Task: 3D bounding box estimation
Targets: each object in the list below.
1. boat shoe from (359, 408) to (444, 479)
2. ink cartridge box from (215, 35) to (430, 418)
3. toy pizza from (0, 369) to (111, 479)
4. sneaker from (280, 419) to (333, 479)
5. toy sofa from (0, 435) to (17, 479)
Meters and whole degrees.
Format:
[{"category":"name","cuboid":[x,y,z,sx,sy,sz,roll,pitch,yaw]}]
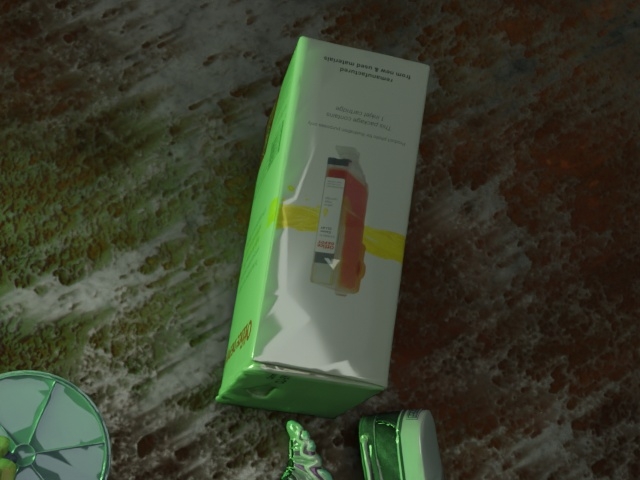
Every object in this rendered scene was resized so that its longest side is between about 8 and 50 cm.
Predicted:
[{"category":"boat shoe","cuboid":[0.096,0.354,1.543,0.102,0.108,0.301,-8,88,20]},{"category":"ink cartridge box","cuboid":[0.000,0.000,1.528,0.160,0.279,0.385,12,73,-8]},{"category":"toy pizza","cuboid":[-0.348,0.253,1.518,0.201,0.032,0.201,3,75,-11]},{"category":"sneaker","cuboid":[-0.033,0.273,1.568,0.069,0.038,0.098,-27,81,-17]},{"category":"toy sofa","cuboid":[-0.525,0.280,1.412,0.362,0.177,0.150,12,101,-1]}]
